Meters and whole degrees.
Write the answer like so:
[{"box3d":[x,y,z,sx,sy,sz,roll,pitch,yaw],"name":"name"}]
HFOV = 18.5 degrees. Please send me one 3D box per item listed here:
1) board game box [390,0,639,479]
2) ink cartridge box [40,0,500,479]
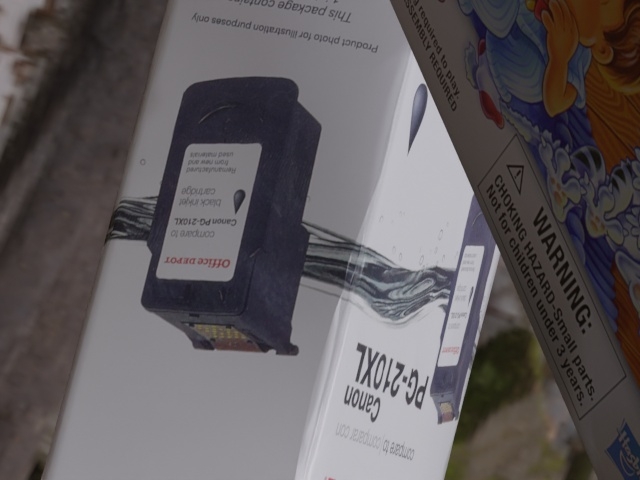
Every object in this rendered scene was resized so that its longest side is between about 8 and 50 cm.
[{"box3d":[0.071,-0.143,0.403,0.078,0.347,0.233,-13,157,-23],"name":"board game box"},{"box3d":[0.000,0.000,0.734,0.172,0.100,0.237,31,72,-68],"name":"ink cartridge box"}]
